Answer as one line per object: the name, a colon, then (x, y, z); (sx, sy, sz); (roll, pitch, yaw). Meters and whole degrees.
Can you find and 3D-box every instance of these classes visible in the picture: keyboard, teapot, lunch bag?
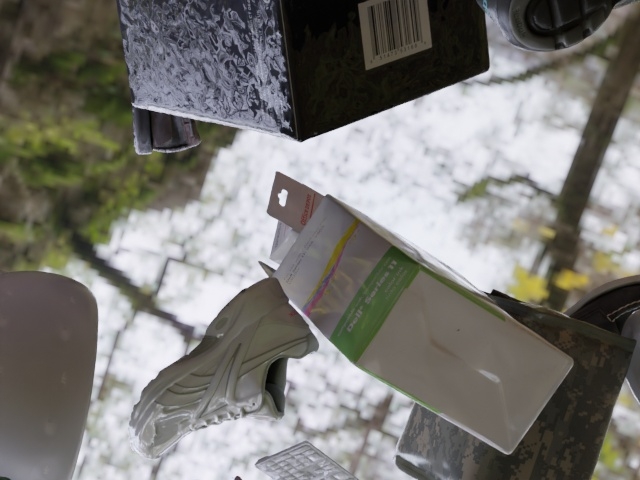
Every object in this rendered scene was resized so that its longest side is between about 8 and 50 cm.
keyboard: (0.017, 0.296, 2.032); (0.256, 0.072, 0.014); (43, -146, -49)
teapot: (-0.326, 0.143, 1.663); (0.187, 0.253, 0.256); (10, -177, -15)
lunch bag: (0.200, 0.181, 1.945); (0.169, 0.235, 0.287); (17, -179, -21)

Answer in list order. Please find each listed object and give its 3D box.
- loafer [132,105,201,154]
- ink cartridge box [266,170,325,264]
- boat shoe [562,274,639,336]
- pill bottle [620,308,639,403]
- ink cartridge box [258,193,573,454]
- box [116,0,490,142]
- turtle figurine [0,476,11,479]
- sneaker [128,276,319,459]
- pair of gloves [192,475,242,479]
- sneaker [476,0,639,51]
loafer: (-0.206, -0.258, 2.314); (0.095, 0.303, 0.109); (0, -151, -6)
ink cartridge box: (0.000, 0.000, 2.183); (0.181, 0.061, 0.104); (30, -146, -13)
boat shoe: (0.315, 0.136, 2.097); (0.114, 0.302, 0.091); (58, -170, -39)
pill bottle: (0.442, 0.113, 1.865); (0.208, 0.119, 0.119); (-11, -154, -19)
ink cartridge box: (0.084, 0.068, 1.771); (0.207, 0.119, 0.353); (31, -176, -24)
box: (-0.024, -0.249, 1.908); (0.296, 0.183, 0.294); (-23, -156, -37)
turtle figurine: (-0.293, 0.288, 1.458); (0.234, 0.118, 0.175); (21, -123, -11)
sneaker: (-0.095, 0.150, 1.702); (0.115, 0.232, 0.090); (47, -161, 12)
pair of gloves: (-0.135, 0.447, 2.693); (0.159, 0.023, 0.198); (-25, -109, -47)
sneaker: (0.248, -0.238, 1.408); (0.267, 0.101, 0.106); (-20, -155, -13)
